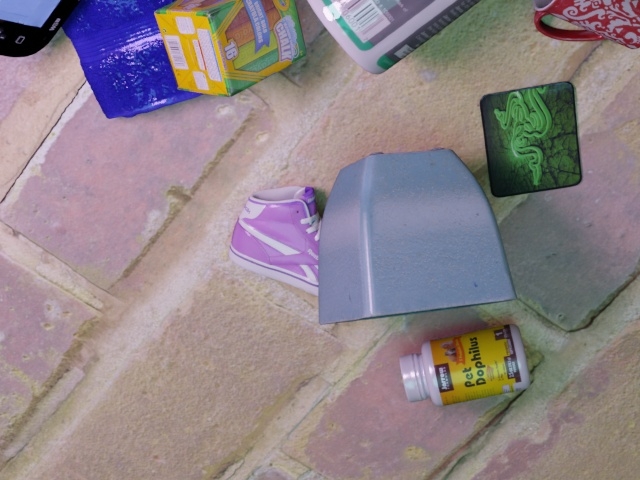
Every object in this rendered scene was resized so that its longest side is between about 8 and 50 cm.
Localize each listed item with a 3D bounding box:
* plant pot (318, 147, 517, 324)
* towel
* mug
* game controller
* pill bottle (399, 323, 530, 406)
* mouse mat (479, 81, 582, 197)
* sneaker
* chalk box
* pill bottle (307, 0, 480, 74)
[{"bbox_3d":[0.133,-0.009,2.005,0.247,0.247,0.252,-5,85,-19],"label":"plant pot"},{"bbox_3d":[-0.287,-0.342,1.940,0.227,0.076,0.308,-18,117,9],"label":"towel"},{"bbox_3d":[0.415,-0.362,1.931,0.169,0.150,0.113,22,80,-16],"label":"mug"},{"bbox_3d":[-0.397,-0.378,1.800,0.166,0.067,0.319,14,134,-40],"label":"game controller"},{"bbox_3d":[0.251,0.221,2.220,0.215,0.117,0.117,-13,118,7],"label":"pill bottle"},{"bbox_3d":[0.344,-0.162,2.077,0.152,0.007,0.190,-9,117,5],"label":"mouse mat"},{"bbox_3d":[0.000,0.000,2.113,0.282,0.102,0.161,16,114,-9],"label":"sneaker"},{"bbox_3d":[-0.113,-0.318,1.897,0.132,0.213,0.132,14,129,45],"label":"chalk box"},{"bbox_3d":[0.164,-0.419,1.826,0.361,0.204,0.204,-35,113,17],"label":"pill bottle"}]
